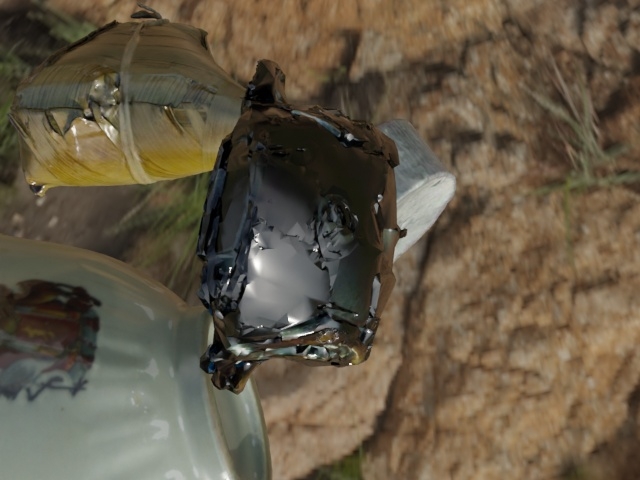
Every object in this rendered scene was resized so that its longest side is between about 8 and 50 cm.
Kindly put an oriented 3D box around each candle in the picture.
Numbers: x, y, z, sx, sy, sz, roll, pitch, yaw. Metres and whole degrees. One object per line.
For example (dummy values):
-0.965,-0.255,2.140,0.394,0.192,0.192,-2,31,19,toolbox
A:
0.000,0.000,1.102,0.068,0.192,0.168,50,140,19,candle

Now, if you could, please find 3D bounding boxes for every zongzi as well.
-0.084,-0.096,1.039,0.197,0.194,0.099,-1,113,18,zongzi

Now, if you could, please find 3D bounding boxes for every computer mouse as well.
-0.001,0.002,0.708,0.077,0.241,0.147,13,88,7,computer mouse

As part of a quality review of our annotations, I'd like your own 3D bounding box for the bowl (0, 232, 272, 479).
-0.127,0.136,1.078,0.157,0.337,0.337,-15,110,9,bowl
